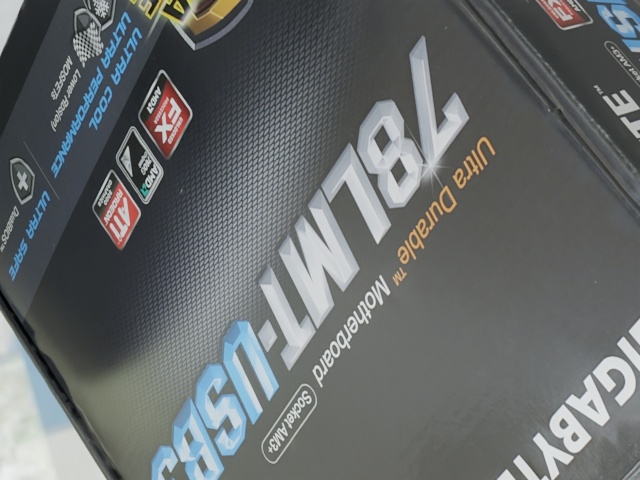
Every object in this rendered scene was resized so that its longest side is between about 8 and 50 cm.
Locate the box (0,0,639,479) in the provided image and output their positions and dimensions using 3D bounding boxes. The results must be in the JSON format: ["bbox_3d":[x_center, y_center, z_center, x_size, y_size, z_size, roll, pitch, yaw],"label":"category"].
[{"bbox_3d":[0.000,0.000,0.683,0.073,0.293,0.295,-16,152,-39],"label":"box"}]
